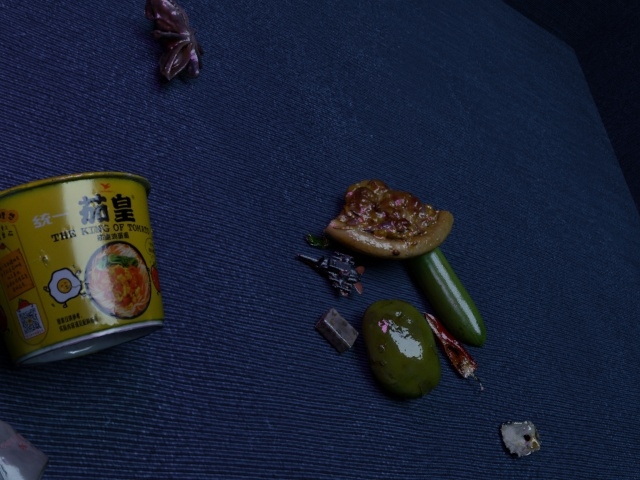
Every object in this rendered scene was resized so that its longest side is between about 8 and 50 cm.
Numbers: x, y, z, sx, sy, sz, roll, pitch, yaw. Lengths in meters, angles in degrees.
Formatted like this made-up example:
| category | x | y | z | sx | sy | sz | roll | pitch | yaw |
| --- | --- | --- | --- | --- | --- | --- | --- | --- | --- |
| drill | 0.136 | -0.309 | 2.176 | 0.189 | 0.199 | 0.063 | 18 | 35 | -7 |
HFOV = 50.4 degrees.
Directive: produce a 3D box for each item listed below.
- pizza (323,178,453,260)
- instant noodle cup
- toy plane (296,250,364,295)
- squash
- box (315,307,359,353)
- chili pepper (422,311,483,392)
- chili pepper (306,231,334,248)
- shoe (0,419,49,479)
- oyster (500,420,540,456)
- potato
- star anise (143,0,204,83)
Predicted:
| category | x | y | z | sx | sy | sz | roll | pitch | yaw |
| --- | --- | --- | --- | --- | --- | --- | --- | --- | --- |
| pizza | 0.181 | -0.058 | 1.831 | 0.408 | 0.114 | 0.278 | 3 | 45 | -27 |
| instant noodle cup | -0.414 | 0.058 | 1.148 | 0.325 | 0.325 | 0.254 | -9 | 78 | -45 |
| toy plane | 0.029 | 0.066 | 1.699 | 0.189 | 0.061 | 0.130 | 28 | 48 | -25 |
| squash | 0.337 | 0.126 | 1.896 | 0.107 | 0.107 | 0.395 | -16 | 69 | -46 |
| box | 0.039 | 0.214 | 1.618 | 0.098 | 0.045 | 0.062 | 43 | 41 | -8 |
| chili pepper | 0.359 | 0.299 | 1.845 | 0.268 | 0.059 | 0.050 | 51 | 0 | 3 |
| chili pepper | -0.001 | 0.001 | 1.748 | 0.091 | 0.034 | 0.030 | 9 | 24 | -37 |
| shoe | -0.461 | 0.349 | 1.032 | 0.100 | 0.103 | 0.251 | -22 | 78 | -35 |
| oyster | 0.544 | 0.530 | 1.845 | 0.122 | 0.045 | 0.146 | 52 | 49 | -5 |
| potato | 0.195 | 0.259 | 1.648 | 0.253 | 0.148 | 0.186 | 55 | 39 | 4 |
| star anise | -0.374 | -0.512 | 1.710 | 0.198 | 0.110 | 0.258 | -20 | 92 | -72 |
